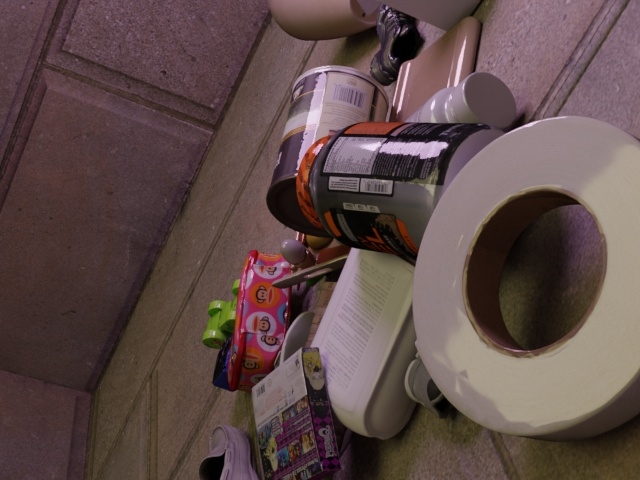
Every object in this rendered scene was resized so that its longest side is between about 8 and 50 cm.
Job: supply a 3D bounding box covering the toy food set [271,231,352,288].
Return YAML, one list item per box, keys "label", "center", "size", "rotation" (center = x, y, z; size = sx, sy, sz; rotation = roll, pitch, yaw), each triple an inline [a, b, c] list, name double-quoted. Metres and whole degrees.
- label: "toy food set"
  center: [0.002, -0.058, 2.015]
  size: [0.220, 0.092, 0.306]
  rotation: [-22, 48, 37]

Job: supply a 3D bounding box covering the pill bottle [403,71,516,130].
- label: "pill bottle"
  center: [0.216, -0.179, 1.613]
  size: [0.229, 0.131, 0.131]
  rotation: [-40, 36, 55]

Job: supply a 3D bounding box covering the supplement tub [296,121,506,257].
- label: "supplement tub"
  center: [0.130, -0.079, 1.496]
  size: [0.338, 0.207, 0.207]
  rotation: [9, 79, 49]

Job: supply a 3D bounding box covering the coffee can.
- label: "coffee can"
  center: [0.019, -0.172, 1.897]
  size: [0.201, 0.201, 0.275]
  rotation: [-43, 30, 52]

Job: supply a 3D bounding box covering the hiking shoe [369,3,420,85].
- label: "hiking shoe"
  center: [0.177, -0.442, 2.073]
  size: [0.114, 0.086, 0.226]
  rotation: [-12, 65, 52]

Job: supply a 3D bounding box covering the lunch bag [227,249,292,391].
- label: "lunch bag"
  center: [-0.135, 0.191, 2.185]
  size: [0.258, 0.120, 0.293]
  rotation: [104, 173, -60]

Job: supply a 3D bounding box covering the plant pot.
- label: "plant pot"
  center: [0.047, -0.594, 2.342]
  size: [0.274, 0.256, 0.256]
  rotation: [30, 100, 54]

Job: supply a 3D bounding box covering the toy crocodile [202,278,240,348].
- label: "toy crocodile"
  center: [-0.211, 0.193, 2.464]
  size: [0.340, 0.105, 0.115]
  rotation: [-39, 35, 48]

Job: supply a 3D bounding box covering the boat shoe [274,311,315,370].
- label: "boat shoe"
  center: [-0.059, 0.247, 2.019]
  size: [0.219, 0.078, 0.070]
  rotation: [-71, 21, 3]

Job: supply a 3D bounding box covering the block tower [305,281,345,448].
- label: "block tower"
  center: [0.014, 0.249, 1.804]
  size: [0.097, 0.091, 0.335]
  rotation: [-4, 69, 70]

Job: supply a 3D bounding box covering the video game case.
- label: "video game case"
  center: [-0.047, 0.319, 1.675]
  size: [0.232, 0.042, 0.210]
  rotation: [-46, 49, 53]

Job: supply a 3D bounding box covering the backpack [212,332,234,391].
- label: "backpack"
  center: [-0.198, 0.290, 2.312]
  size: [0.098, 0.101, 0.120]
  rotation: [-47, 27, 45]

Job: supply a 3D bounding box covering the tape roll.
- label: "tape roll"
  center: [0.271, 0.044, 1.168]
  size: [0.392, 0.072, 0.392]
  rotation: [-21, 61, 43]

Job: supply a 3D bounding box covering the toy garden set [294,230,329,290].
- label: "toy garden set"
  center: [0.000, 0.000, 2.149]
  size: [0.204, 0.049, 0.244]
  rotation: [-44, 33, 48]

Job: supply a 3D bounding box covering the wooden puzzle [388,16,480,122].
- label: "wooden puzzle"
  center: [0.217, -0.288, 1.860]
  size: [0.239, 0.044, 0.221]
  rotation: [-24, 49, 58]

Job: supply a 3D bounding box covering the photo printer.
- label: "photo printer"
  center: [0.094, 0.160, 1.620]
  size: [0.256, 0.107, 0.307]
  rotation: [36, 106, 60]

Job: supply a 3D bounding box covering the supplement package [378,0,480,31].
- label: "supplement package"
  center: [0.210, -0.540, 1.877]
  size: [0.149, 0.194, 0.203]
  rotation: [-55, 24, 39]

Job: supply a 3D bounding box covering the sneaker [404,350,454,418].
- label: "sneaker"
  center: [0.203, 0.157, 1.425]
  size: [0.132, 0.086, 0.228]
  rotation: [-135, 56, -63]

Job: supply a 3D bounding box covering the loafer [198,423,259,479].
- label: "loafer"
  center: [-0.212, 0.494, 2.138]
  size: [0.112, 0.111, 0.319]
  rotation: [-67, 20, 9]
